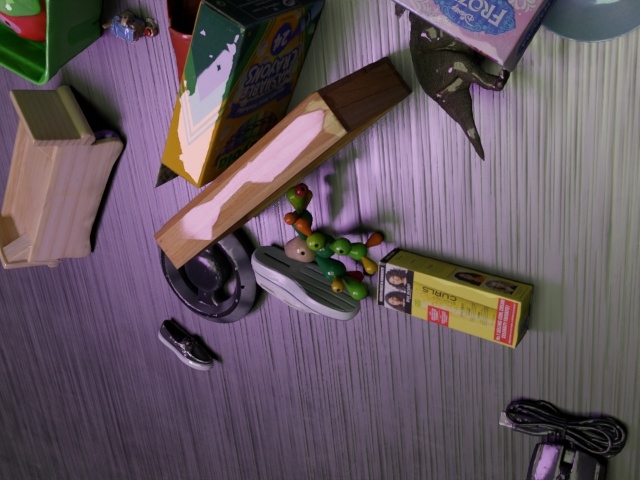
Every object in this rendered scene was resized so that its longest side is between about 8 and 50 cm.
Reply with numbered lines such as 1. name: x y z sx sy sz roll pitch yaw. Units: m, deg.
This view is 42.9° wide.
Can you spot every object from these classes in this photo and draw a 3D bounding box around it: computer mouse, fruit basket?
1. computer mouse: 0.374 0.392 1.284 0.188 0.072 0.272 8 118 30
2. fruit basket: -0.584 -0.434 1.319 0.392 0.392 0.283 28 126 20

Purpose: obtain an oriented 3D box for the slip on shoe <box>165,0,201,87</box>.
1. slip on shoe: -0.194 -0.319 1.283 0.123 0.101 0.331 20 125 23

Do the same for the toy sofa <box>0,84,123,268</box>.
1. toy sofa: -0.532 -0.118 1.610 0.150 0.177 0.362 56 136 30

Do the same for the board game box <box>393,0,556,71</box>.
1. board game box: 0.169 -0.411 0.927 0.318 0.066 0.318 35 106 17

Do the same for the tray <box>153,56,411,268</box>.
1. tray: -0.067 -0.113 1.230 0.411 0.203 0.076 -36 91 39

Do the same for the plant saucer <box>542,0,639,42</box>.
1. plant saucer: 0.325 -0.334 0.960 0.195 0.037 0.195 16 122 28

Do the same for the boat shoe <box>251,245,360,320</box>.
1. boat shoe: -0.023 0.084 1.402 0.226 0.083 0.076 32 140 31

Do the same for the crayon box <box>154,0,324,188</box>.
1. crayon box: -0.124 -0.216 1.222 0.083 0.203 0.323 35 129 14

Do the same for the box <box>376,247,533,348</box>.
1. box: 0.202 0.086 1.250 0.232 0.058 0.087 17 121 27

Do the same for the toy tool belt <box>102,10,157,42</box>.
1. toy tool belt: -0.325 -0.358 1.384 0.083 0.051 0.052 23 125 23

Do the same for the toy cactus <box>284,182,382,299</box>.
1. toy cactus: 0.000 0.000 1.326 0.219 0.112 0.180 47 156 -19

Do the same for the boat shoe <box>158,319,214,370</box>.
1. boat shoe: -0.273 0.211 1.648 0.142 0.049 0.040 32 127 20

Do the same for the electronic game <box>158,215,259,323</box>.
1. electronic game: -0.212 0.052 1.522 0.229 0.048 0.229 15 121 26

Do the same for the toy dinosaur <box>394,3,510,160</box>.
1. toy dinosaur: 0.172 -0.264 1.074 0.160 0.121 0.314 0 118 48
